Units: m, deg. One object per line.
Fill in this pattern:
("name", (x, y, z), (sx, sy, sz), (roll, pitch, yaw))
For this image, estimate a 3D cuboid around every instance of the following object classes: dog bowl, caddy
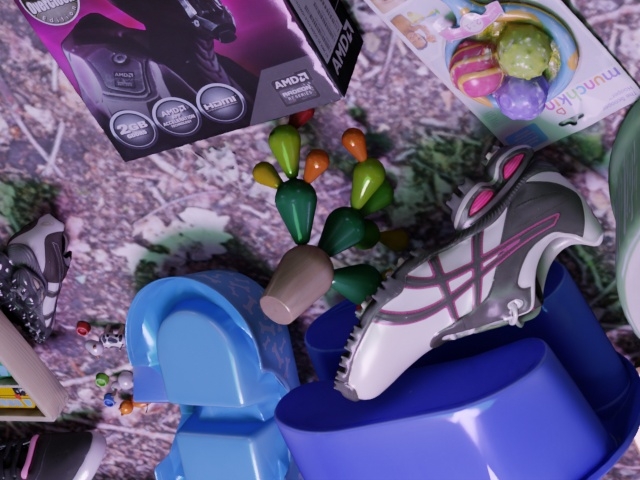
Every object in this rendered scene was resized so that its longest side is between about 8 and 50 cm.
("dog bowl", (-0.091, 0.165, 1.812), (0.166, 0.074, 0.297), (-1, 107, 36))
("caddy", (0.125, 0.159, 1.706), (0.341, 0.241, 0.179), (-13, 122, 27))

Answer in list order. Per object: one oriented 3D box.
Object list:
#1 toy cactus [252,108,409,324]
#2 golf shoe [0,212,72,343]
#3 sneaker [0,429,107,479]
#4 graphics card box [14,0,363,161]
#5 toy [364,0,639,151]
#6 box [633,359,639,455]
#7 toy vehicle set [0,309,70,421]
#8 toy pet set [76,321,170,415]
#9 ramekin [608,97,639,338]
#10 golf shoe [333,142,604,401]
("toy cactus", (0.000, 0.000, 1.647), (0.112, 0.180, 0.219), (0, 129, 43))
("golf shoe", (-0.278, 0.037, 1.826), (0.077, 0.094, 0.198), (35, 159, 2))
("sneaker", (-0.370, 0.247, 2.017), (0.295, 0.105, 0.147), (-24, 126, 37))
("graphics card box", (-0.150, -0.249, 1.512), (0.232, 0.094, 0.371), (-14, 127, 26))
("toy", (0.143, -0.156, 1.537), (0.137, 0.056, 0.237), (-27, 120, 35))
("box", (0.382, 0.185, 1.730), (0.164, 0.021, 0.201), (-25, 98, 19))
("toy vehicle set", (-0.399, 0.118, 1.907), (0.266, 0.035, 0.166), (-4, 132, 40))
("toy pet set", (-0.195, 0.149, 1.906), (0.114, 0.065, 0.122), (-1, 131, 17))
("ramekin", (0.387, -0.004, 1.538), (0.303, 0.148, 0.303), (8, 133, 8))
("golf shoe", (0.122, 0.046, 1.590), (0.120, 0.105, 0.273), (41, 95, 13))
